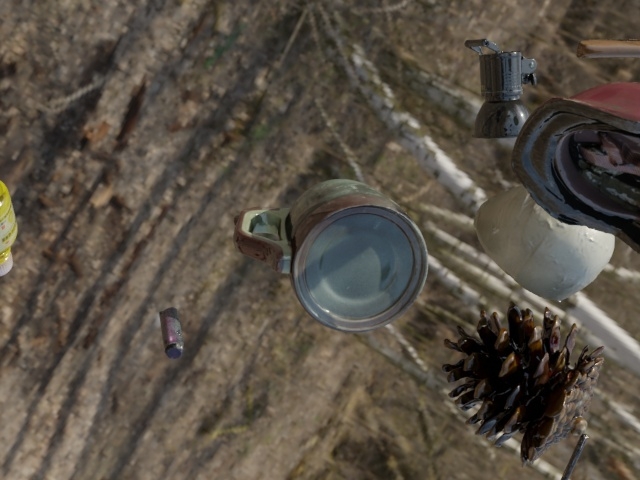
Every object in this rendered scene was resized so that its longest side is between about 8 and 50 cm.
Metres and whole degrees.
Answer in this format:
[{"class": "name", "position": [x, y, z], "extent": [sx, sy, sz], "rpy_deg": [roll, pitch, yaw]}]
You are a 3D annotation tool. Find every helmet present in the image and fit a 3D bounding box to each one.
[{"class": "helmet", "position": [0.364, -0.094, 1.118], "extent": [0.154, 0.253, 0.198], "rpy_deg": [-46, 169, -33]}]

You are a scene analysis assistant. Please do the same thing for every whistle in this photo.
[{"class": "whistle", "position": [-0.246, 0.150, 1.644], "extent": [0.033, 0.033, 0.176], "rpy_deg": [-63, -161, 11]}]

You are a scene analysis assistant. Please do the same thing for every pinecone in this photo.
[{"class": "pinecone", "position": [0.320, 0.214, 1.595], "extent": [0.264, 0.264, 0.264], "rpy_deg": [-56, 167, -20]}]

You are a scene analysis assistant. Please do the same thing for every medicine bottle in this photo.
[{"class": "medicine bottle", "position": [-0.659, -0.018, 1.964], "extent": [0.122, 0.122, 0.212], "rpy_deg": [-51, 158, -36]}]

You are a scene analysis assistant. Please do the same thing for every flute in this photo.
[{"class": "flute", "position": [0.402, 0.434, 1.695], "extent": [0.014, 0.014, 0.269], "rpy_deg": [-38, 149, -59]}]

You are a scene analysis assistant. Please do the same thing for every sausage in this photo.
[{"class": "sausage", "position": [0.382, -0.243, 1.269], "extent": [0.026, 0.116, 0.026], "rpy_deg": [178, -90, -81]}]

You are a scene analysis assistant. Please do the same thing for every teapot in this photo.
[{"class": "teapot", "position": [0.000, 0.000, 1.772], "extent": [0.312, 0.315, 0.233], "rpy_deg": [-121, -145, -69]}]

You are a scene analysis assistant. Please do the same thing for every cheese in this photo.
[{"class": "cheese", "position": [0.339, -0.004, 1.491], "extent": [0.154, 0.198, 0.189], "rpy_deg": [-51, -178, -31]}]

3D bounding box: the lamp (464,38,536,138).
[{"class": "lamp", "position": [0.431, -0.358, 2.327], "extent": [0.147, 0.172, 0.227], "rpy_deg": [-160, -116, -65]}]
